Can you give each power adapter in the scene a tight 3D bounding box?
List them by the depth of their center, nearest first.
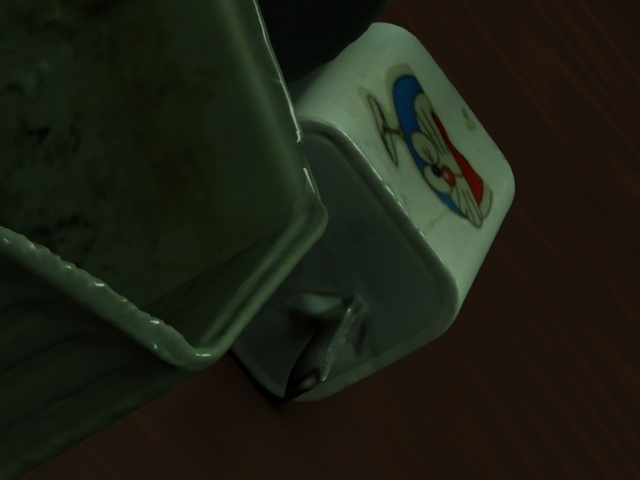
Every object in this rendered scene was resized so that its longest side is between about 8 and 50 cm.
[{"bbox_3d":[0.000,0.000,0.954,0.130,0.125,0.205,53,29,-13],"label":"power adapter"}]

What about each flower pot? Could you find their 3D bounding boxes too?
[{"bbox_3d":[-0.141,-0.025,0.699,0.239,0.190,0.209,38,36,-37],"label":"flower pot"}]

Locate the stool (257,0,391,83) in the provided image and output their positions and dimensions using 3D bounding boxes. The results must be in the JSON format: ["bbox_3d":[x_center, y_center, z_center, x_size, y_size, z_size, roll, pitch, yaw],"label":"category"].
[{"bbox_3d":[-0.098,-0.253,0.889,0.297,0.297,0.330,26,48,-45],"label":"stool"}]
